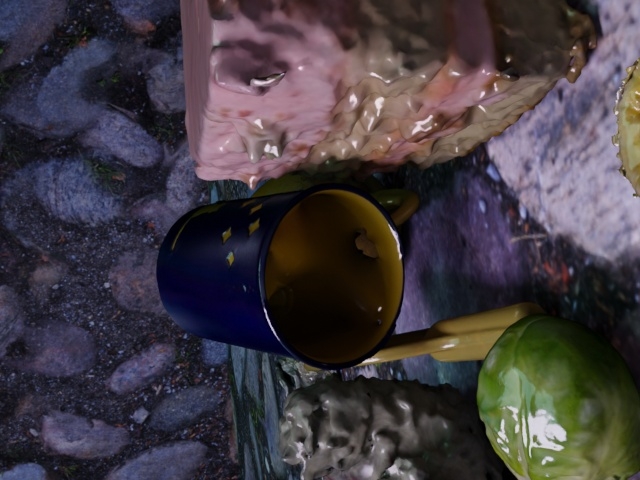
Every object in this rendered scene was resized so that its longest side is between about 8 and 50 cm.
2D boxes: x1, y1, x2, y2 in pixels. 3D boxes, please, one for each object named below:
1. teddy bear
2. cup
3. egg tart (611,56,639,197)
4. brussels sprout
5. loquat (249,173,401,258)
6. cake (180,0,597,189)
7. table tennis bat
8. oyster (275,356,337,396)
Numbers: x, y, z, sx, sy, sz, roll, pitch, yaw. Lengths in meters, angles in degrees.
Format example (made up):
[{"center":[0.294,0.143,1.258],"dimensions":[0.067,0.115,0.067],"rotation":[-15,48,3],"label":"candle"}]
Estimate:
[{"center":[0.112,0.336,0.900],"dimensions":[0.357,0.225,0.367],"rotation":[67,-173,-68],"label":"teddy bear"},{"center":[-0.021,0.033,0.892],"dimensions":[0.256,0.255,0.178],"rotation":[0,92,55],"label":"cup"},{"center":[0.237,-0.068,0.481],"dimensions":[0.191,0.074,0.191],"rotation":[172,90,-78],"label":"egg tart"},{"center":[0.190,0.134,0.666],"dimensions":[0.155,0.118,0.155],"rotation":[-179,90,-70],"label":"brussels sprout"},{"center":[0.000,0.000,1.111],"dimensions":[0.235,0.235,0.234],"rotation":[173,90,-76],"label":"loquat"},{"center":[0.025,-0.215,0.758],"dimensions":[0.314,0.307,0.292],"rotation":[128,135,-69],"label":"cake"},{"center":[0.112,0.108,0.862],"dimensions":[0.321,0.199,0.050],"rotation":[-17,81,53],"label":"table tennis bat"},{"center":[-0.012,0.292,1.581],"dimensions":[0.267,0.112,0.198],"rotation":[61,176,37],"label":"oyster"}]
